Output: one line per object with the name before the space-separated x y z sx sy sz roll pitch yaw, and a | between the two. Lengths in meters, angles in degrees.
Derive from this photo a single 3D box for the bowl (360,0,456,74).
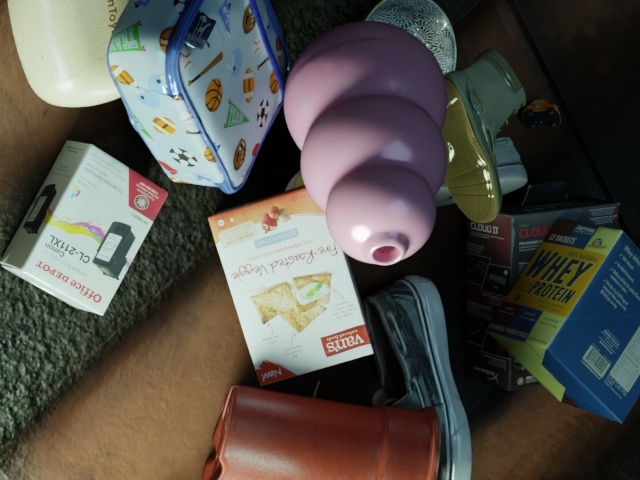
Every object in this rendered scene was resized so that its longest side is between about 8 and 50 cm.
bowl | 0.097 -0.253 1.972 0.170 0.080 0.170 -6 100 -33

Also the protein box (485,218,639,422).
protein box | 0.384 0.113 2.055 0.200 0.136 0.201 43 75 -30

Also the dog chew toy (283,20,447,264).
dog chew toy | 0.064 -0.110 1.757 0.207 0.207 0.331 27 41 -34

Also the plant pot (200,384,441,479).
plant pot | -0.014 0.312 1.855 0.265 0.272 0.272 16 88 -7

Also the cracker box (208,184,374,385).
cracker box | -0.036 0.055 1.866 0.156 0.067 0.232 -17 96 5

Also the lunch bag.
lunch bag | -0.132 -0.221 1.717 0.303 0.115 0.243 72 38 -54

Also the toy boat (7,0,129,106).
toy boat | -0.338 -0.282 1.650 0.318 0.148 0.267 -11 109 -40

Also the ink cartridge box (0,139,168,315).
ink cartridge box | -0.286 -0.014 1.753 0.127 0.072 0.175 33 78 -34

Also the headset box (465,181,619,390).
headset box | 0.332 0.059 2.161 0.218 0.110 0.293 -6 101 -33

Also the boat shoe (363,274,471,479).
boat shoe | 0.125 0.220 2.059 0.119 0.121 0.335 -14 94 -24

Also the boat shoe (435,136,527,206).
boat shoe | 0.170 -0.103 2.043 0.268 0.096 0.088 -9 73 -22

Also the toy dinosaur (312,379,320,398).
toy dinosaur | 0.008 0.278 2.023 0.183 0.053 0.092 54 53 -36

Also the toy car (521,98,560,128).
toy car | 0.311 -0.216 2.141 0.122 0.060 0.040 48 39 -37

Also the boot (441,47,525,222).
boot | 0.230 -0.146 1.991 0.165 0.077 0.213 -35 111 -48

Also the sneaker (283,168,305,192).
sneaker | 0.000 0.000 1.937 0.081 0.094 0.208 0 97 -34
